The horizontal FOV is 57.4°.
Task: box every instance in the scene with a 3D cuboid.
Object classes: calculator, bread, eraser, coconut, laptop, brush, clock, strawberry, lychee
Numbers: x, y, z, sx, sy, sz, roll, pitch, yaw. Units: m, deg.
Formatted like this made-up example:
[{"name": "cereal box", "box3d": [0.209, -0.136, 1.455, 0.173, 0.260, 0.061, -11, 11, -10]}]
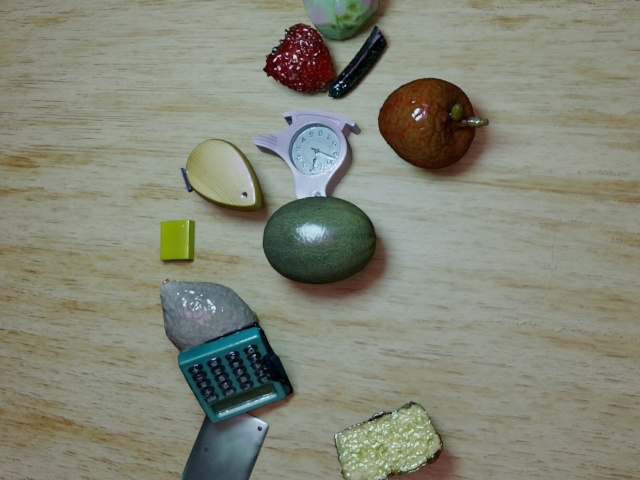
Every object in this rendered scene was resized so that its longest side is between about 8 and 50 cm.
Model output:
[{"name": "calculator", "box3d": [-0.220, 0.358, 1.546, 0.248, 0.274, 0.058, -19, 35, -3]}, {"name": "bread", "box3d": [0.175, 0.523, 1.487, 0.260, 0.147, 0.160, -27, 67, 5]}, {"name": "eraser", "box3d": [-0.432, 0.001, 1.768, 0.097, 0.045, 0.123, -4, 81, 14]}, {"name": "coconut", "box3d": [0.062, -0.696, 1.658, 0.235, 0.236, 0.205, -1, 78, 14]}, {"name": "laptop", "box3d": [-0.274, 0.604, 1.647, 0.187, 0.015, 0.269, 21, 86, 16]}, {"name": "brush", "box3d": [-0.254, -0.164, 1.687, 0.266, 0.166, 0.174, 43, 91, 16]}, {"name": "clock", "box3d": [-0.059, -0.242, 1.697, 0.290, 0.080, 0.276, 13, 84, 16]}, {"name": "strawberry", "box3d": [-0.050, -0.517, 1.694, 0.201, 0.187, 0.184, 34, 125, 1]}, {"name": "lychee", "box3d": [0.291, -0.305, 1.535, 0.300, 0.255, 0.255, 26, 88, 51]}]

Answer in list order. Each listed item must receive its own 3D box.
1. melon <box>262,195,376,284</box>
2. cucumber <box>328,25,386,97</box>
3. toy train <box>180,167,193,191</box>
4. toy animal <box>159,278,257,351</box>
[{"name": "melon", "box3d": [0.000, 0.000, 1.560, 0.301, 0.237, 0.238, -2, 81, 14]}, {"name": "cucumber", "box3d": [0.111, -0.509, 1.709, 0.067, 0.067, 0.245, 37, 93, 16]}, {"name": "toy train", "box3d": [-0.414, -0.190, 1.808, 0.017, 0.017, 0.083, -22, 77, 7]}, {"name": "toy animal", "box3d": [-0.295, 0.234, 1.609, 0.226, 0.188, 0.358, -35, 107, 7]}]
